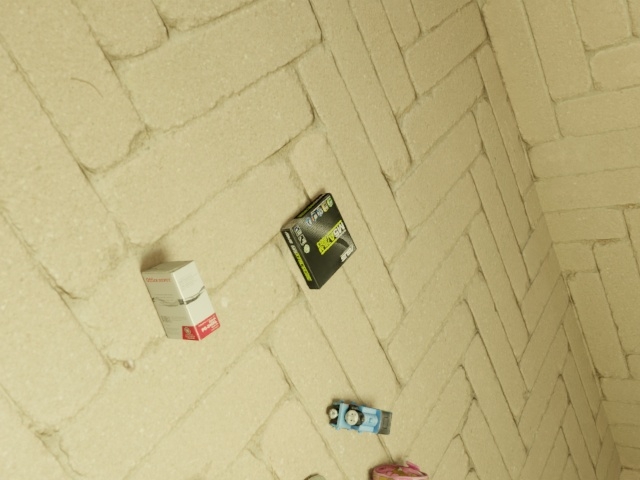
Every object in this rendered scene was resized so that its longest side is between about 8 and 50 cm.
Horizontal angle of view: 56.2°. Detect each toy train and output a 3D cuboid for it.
[{"bbox_3d":[0.105,0.469,1.580,0.184,0.105,0.080,26,67,-44],"label":"toy train"}]

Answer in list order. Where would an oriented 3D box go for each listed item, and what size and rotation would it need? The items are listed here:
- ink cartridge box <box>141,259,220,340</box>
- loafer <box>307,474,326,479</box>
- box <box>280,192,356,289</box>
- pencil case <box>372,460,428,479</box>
[{"bbox_3d":[-0.276,0.117,1.184,0.063,0.109,0.150,-32,110,-44],"label":"ink cartridge box"},{"bbox_3d":[-0.035,0.620,1.467,0.045,0.039,0.125,52,38,13],"label":"loafer"},{"bbox_3d":[0.000,0.000,1.553,0.191,0.045,0.184,-44,116,-40],"label":"box"},{"bbox_3d":[0.212,0.811,1.631,0.167,0.160,0.385,48,43,-77],"label":"pencil case"}]
